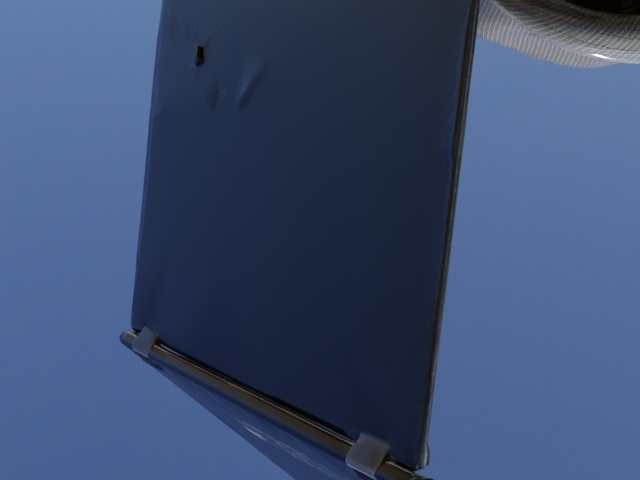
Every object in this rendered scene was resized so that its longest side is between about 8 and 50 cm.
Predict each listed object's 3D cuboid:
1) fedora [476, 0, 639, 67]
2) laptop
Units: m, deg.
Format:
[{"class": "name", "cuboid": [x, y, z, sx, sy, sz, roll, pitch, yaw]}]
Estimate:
[{"class": "fedora", "cuboid": [0.177, -0.199, 0.905, 0.275, 0.124, 0.243, -21, -108, -21]}, {"class": "laptop", "cuboid": [0.049, 0.039, 0.864, 0.236, 0.408, 0.382, -54, -152, -12]}]
